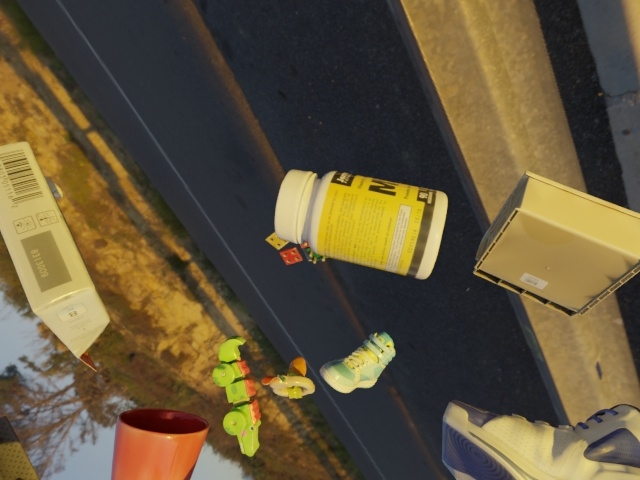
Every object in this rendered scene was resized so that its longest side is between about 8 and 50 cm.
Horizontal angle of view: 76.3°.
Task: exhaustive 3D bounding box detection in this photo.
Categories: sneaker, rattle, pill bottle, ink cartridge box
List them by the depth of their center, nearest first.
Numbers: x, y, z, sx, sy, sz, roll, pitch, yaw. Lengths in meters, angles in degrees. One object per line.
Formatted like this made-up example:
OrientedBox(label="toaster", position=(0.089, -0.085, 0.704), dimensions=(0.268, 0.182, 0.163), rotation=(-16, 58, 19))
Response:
OrientedBox(label="sneaker", position=(0.334, 0.294, 0.541), dimensions=(0.315, 0.182, 0.128), rotation=(19, 129, 34))
OrientedBox(label="pill bottle", position=(0.052, -0.027, 0.546), dimensions=(0.208, 0.119, 0.119), rotation=(13, 148, 9))
OrientedBox(label="ink cartridge box", position=(-0.488, 0.059, 0.776), dimensions=(0.308, 0.091, 0.385), rotation=(54, 152, 18))
OrientedBox(label="sneaker", position=(-0.683, -0.082, 0.962), dimensions=(0.061, 0.152, 0.053), rotation=(47, 160, -18))
OrientedBox(label="rattle", position=(-0.100, 0.392, 1.235), dimensions=(0.130, 0.143, 0.199), rotation=(-11, 142, 37))
OrientedBox(label="sneaker", position=(0.139, 0.396, 1.385), dimensions=(0.127, 0.208, 0.319), rotation=(41, -169, 32))

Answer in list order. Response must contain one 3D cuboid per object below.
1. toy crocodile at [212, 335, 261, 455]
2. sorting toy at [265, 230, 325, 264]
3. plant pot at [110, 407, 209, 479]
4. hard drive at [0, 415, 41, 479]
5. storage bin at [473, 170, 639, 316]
OrientedBox(label="toy crocodile", position=(-0.238, 0.458, 1.218), dimensions=(0.115, 0.105, 0.341), rotation=(52, -159, -76))
OrientedBox(label="sorting toy", position=(0.000, 0.000, 1.011), dimensions=(0.046, 0.274, 0.132), rotation=(-87, -22, -51))
OrientedBox(label="plant pot", position=(-0.490, 0.655, 1.203), dimensions=(0.274, 0.243, 0.275), rotation=(10, 168, 2))
OrientedBox(label="hard drive", position=(-0.609, 0.422, 0.648), dimensions=(0.054, 0.254, 0.172), rotation=(-33, 87, 24))
OrientedBox(label="storage bin", position=(0.521, 0.022, 0.919), dimensions=(0.262, 0.123, 0.260), rotation=(25, 145, 13))
